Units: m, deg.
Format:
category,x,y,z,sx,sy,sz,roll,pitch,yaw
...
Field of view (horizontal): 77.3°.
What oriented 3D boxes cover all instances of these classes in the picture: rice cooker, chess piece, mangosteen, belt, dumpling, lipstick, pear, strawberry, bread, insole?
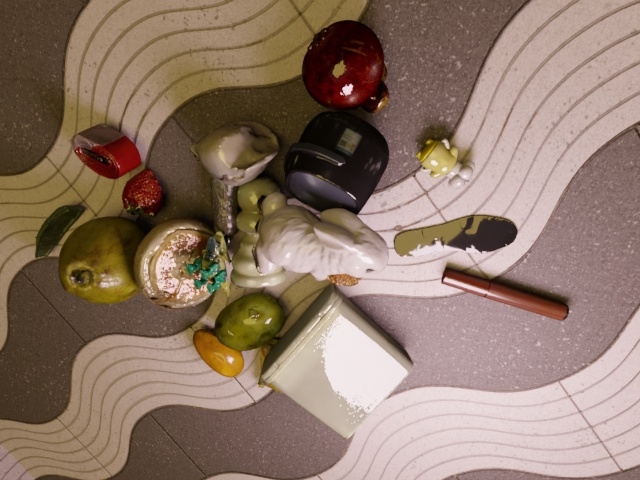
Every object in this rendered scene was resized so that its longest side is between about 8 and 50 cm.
category,x,y,z,sx,sy,sz,roll,pitch,yaw
rice cooker,0.040,-0.202,1.055,0.267,0.267,0.224,24,74,5
chess piece,-0.193,-0.034,1.238,0.182,0.182,0.330,5,105,12
mangosteen,0.080,-0.418,1.017,0.257,0.215,0.215,33,117,-30
belt,-0.682,-0.290,1.290,0.201,0.124,0.128,28,133,8
dumpling,-0.242,-0.273,1.145,0.243,0.227,0.175,42,158,4
lipstick,0.537,0.157,1.176,0.357,0.057,0.057,17,113,7
pear,-0.701,0.073,1.306,0.287,0.375,0.287,-1,105,-5
strawberry,-0.586,-0.151,1.326,0.131,0.131,0.148,-10,64,17
bread,-0.459,0.071,1.298,0.159,0.305,0.305,21,119,45
insole,0.391,-0.007,1.181,0.348,0.009,0.119,-9,105,17

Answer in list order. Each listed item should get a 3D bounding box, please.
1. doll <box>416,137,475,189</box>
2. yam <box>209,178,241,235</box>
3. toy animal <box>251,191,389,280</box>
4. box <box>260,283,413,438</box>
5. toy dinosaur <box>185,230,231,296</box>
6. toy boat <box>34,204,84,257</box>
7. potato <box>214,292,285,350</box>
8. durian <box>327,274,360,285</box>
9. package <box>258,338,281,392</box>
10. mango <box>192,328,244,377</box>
category,x,y,z,sx,sy,sz,roll,pitch,yaw
doll,0.343,-0.207,1.091,0.162,0.062,0.106,37,118,0
yam,-0.297,-0.114,1.265,0.107,0.107,0.183,10,113,11
toy animal,0.000,0.000,1.065,0.357,0.194,0.258,1,124,30
box,0.051,0.386,1.277,0.344,0.177,0.352,41,95,-4
toy dinosaur,-0.331,0.104,1.256,0.094,0.153,0.259,17,128,23
toy boat,-0.977,-0.041,1.472,0.293,0.093,0.055,-40,78,23
potato,-0.239,0.278,1.371,0.253,0.148,0.186,-13,118,11
durian,0.071,0.064,1.219,0.158,0.137,0.168,-19,113,23
package,-0.153,0.452,1.436,0.168,0.090,0.226,8,106,21
mango,-0.374,0.409,1.472,0.227,0.109,0.147,46,138,-5
